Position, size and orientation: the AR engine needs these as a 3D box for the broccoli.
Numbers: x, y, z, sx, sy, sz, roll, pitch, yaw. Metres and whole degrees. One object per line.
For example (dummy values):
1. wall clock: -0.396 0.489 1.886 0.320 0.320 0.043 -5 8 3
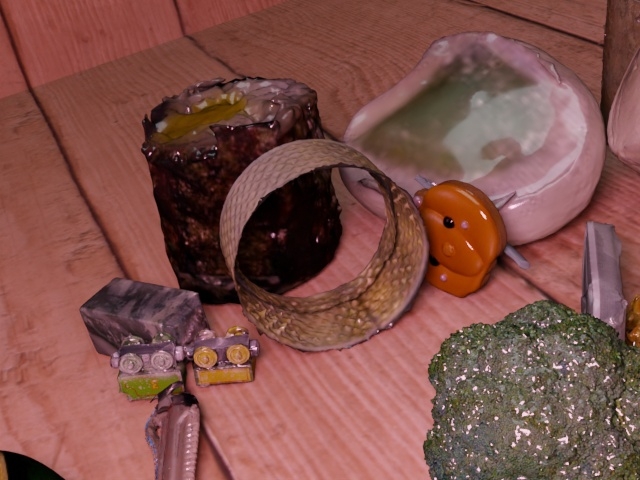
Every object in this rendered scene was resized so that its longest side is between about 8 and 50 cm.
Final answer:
1. broccoli: 0.233 0.189 0.978 0.270 0.270 0.270 2 -1 29

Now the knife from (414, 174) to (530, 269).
1. knife: 0.212 -0.028 1.388 0.210 0.015 0.028 43 31 26

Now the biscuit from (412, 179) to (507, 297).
1. biscuit: 0.173 -0.006 1.379 0.050 0.170 0.170 -23 27 -39

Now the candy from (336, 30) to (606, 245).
1. candy: 0.251 -0.142 1.564 0.386 0.186 0.427 -42 43 -7

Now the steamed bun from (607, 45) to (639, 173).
1. steamed bun: 0.575 -0.242 1.460 0.384 0.247 0.236 -61 11 -6

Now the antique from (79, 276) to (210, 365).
1. antique: -0.247 0.121 1.443 0.183 0.088 0.086 7 36 35

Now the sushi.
1. sushi: -0.119 -0.091 1.550 0.281 0.294 0.299 -9 28 9

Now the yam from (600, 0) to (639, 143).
1. yam: 0.545 -0.292 1.652 0.161 0.268 0.161 -2 26 1

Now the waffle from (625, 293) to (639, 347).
1. waffle: 0.499 0.049 1.150 0.325 0.068 0.302 -26 20 36

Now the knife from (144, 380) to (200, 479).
1. knife: -0.172 0.294 1.147 0.089 0.043 0.365 -44 25 17

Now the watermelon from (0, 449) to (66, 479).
1. watermelon: -0.341 0.328 1.136 0.129 0.123 0.301 -49 31 5

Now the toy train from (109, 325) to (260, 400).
1. toy train: -0.180 0.166 1.344 0.202 0.081 0.060 -5 29 3

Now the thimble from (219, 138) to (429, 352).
1. thimble: 0.000 0.000 1.358 0.270 0.271 0.150 -19 26 -8

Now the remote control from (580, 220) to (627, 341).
1. remote control: 0.351 0.063 1.250 0.052 0.104 0.247 3 32 12
